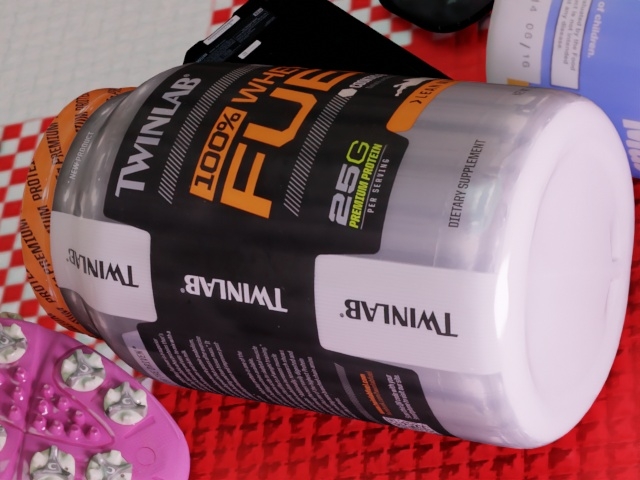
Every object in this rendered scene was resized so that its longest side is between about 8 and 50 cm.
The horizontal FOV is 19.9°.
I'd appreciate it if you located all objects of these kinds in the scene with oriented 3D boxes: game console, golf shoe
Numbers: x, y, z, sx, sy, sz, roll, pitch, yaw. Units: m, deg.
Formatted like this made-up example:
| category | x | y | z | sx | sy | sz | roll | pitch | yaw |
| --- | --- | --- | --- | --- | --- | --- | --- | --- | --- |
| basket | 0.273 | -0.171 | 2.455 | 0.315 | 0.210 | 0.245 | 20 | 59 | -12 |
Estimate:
| category | x | y | z | sx | sy | sz | roll | pitch | yaw |
| --- | --- | --- | --- | --- | --- | --- | --- | --- | --- |
| game console | 0.080 | -0.159 | 1.233 | 0.361 | 0.044 | 0.213 | -41 | 49 | -12 |
| golf shoe | -0.223 | 0.114 | 1.094 | 0.306 | 0.140 | 0.115 | 16 | 54 | 9 |

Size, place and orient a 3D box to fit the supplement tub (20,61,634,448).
| category | x | y | z | sx | sy | sz | roll | pitch | yaw |
| --- | --- | --- | --- | --- | --- | --- | --- | --- | --- |
| supplement tub | 0.000 | 0.000 | 1.025 | 0.316 | 0.193 | 0.193 | 7 | 55 | 29 |

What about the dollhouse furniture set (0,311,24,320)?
| category | x | y | z | sx | sy | sz | roll | pitch | yaw |
| --- | --- | --- | --- | --- | --- | --- | --- | --- | --- |
| dollhouse furniture set | -0.256 | 0.069 | 1.212 | 0.114 | 0.091 | 0.081 | -141 | 65 | -64 |

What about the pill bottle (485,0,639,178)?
| category | x | y | z | sx | sy | sz | roll | pitch | yaw |
| --- | --- | --- | --- | --- | --- | --- | --- | --- | --- |
| pill bottle | 0.245 | -0.099 | 1.028 | 0.272 | 0.152 | 0.152 | 14 | 58 | 33 |
